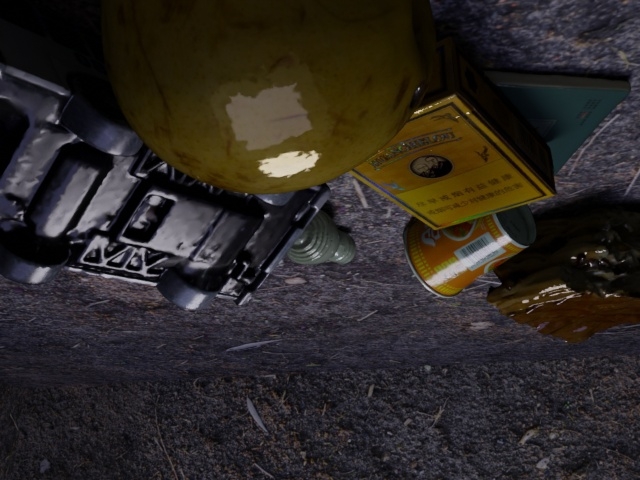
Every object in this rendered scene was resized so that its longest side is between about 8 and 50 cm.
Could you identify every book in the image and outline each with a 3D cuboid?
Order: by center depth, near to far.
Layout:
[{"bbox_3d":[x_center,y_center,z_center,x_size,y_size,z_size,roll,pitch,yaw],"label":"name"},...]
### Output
[{"bbox_3d":[0.194,-0.154,0.957,0.379,0.031,0.264,2,159,-7],"label":"book"}]

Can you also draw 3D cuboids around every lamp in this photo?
[{"bbox_3d":[0.000,0.000,1.272,0.106,0.106,0.193,-10,166,24],"label":"lamp"}]

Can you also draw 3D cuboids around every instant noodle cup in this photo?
[{"bbox_3d":[0.266,-0.007,1.193,0.168,0.168,0.185,16,146,-36],"label":"instant noodle cup"}]

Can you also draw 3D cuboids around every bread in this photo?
[{"bbox_3d":[0.527,0.044,1.265,0.314,0.192,0.370,23,144,-38],"label":"bread"}]

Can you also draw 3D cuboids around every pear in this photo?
[{"bbox_3d":[-0.041,-0.172,0.565,0.280,0.281,0.281,0,159,0],"label":"pear"}]

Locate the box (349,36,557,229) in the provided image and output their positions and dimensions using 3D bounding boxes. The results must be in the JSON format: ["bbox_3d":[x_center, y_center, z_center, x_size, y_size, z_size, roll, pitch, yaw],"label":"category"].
[{"bbox_3d":[0.157,-0.119,0.887,0.192,0.084,0.301,-18,151,34],"label":"box"}]

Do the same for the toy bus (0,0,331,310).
[{"bbox_3d":[-0.231,-0.094,0.751,0.440,0.249,0.209,16,120,-47],"label":"toy bus"}]
